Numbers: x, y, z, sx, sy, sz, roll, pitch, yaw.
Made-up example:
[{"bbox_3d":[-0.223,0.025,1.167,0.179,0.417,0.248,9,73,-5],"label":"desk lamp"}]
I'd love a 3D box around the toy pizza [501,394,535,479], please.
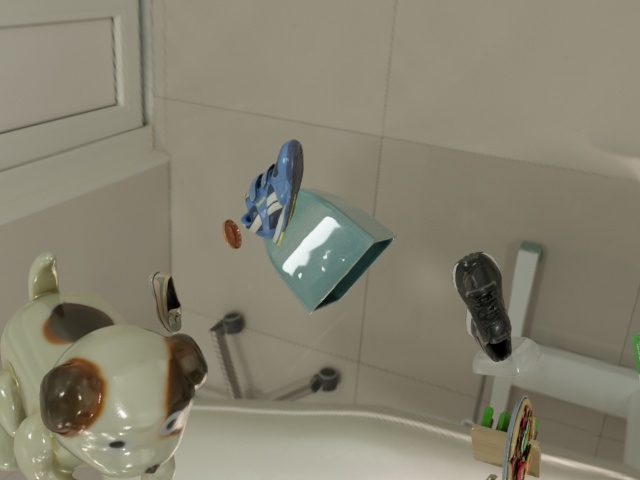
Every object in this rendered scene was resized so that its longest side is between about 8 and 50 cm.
[{"bbox_3d":[0.385,0.398,1.371,0.032,0.201,0.201,8,112,26],"label":"toy pizza"}]

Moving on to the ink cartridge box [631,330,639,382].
[{"bbox_3d":[0.710,0.238,1.337,0.208,0.086,0.153,-12,86,47],"label":"ink cartridge box"}]

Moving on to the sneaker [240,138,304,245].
[{"bbox_3d":[-0.056,-0.056,0.819,0.059,0.053,0.144,21,131,3],"label":"sneaker"}]

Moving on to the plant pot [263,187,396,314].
[{"bbox_3d":[0.000,0.000,1.822,0.252,0.248,0.247,43,105,12],"label":"plant pot"}]

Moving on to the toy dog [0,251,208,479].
[{"bbox_3d":[-0.330,0.218,1.102,0.408,0.284,0.396,1,91,54],"label":"toy dog"}]

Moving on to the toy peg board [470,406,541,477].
[{"bbox_3d":[0.452,0.477,1.717,0.161,0.079,0.161,10,141,25],"label":"toy peg board"}]

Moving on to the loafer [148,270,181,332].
[{"bbox_3d":[-0.266,0.112,1.266,0.039,0.045,0.125,1,120,25],"label":"loafer"}]

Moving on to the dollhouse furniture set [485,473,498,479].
[{"bbox_3d":[0.439,0.700,1.796,0.129,0.129,0.183,-52,51,9],"label":"dollhouse furniture set"}]

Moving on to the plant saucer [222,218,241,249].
[{"bbox_3d":[-0.238,-0.015,1.917,0.013,0.083,0.084,-18,100,23],"label":"plant saucer"}]

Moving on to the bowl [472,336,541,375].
[{"bbox_3d":[0.452,0.276,1.754,0.142,0.142,0.053,-4,105,43],"label":"bowl"}]

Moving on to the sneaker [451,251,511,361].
[{"bbox_3d":[0.366,0.147,1.534,0.107,0.124,0.283,-24,131,1],"label":"sneaker"}]
